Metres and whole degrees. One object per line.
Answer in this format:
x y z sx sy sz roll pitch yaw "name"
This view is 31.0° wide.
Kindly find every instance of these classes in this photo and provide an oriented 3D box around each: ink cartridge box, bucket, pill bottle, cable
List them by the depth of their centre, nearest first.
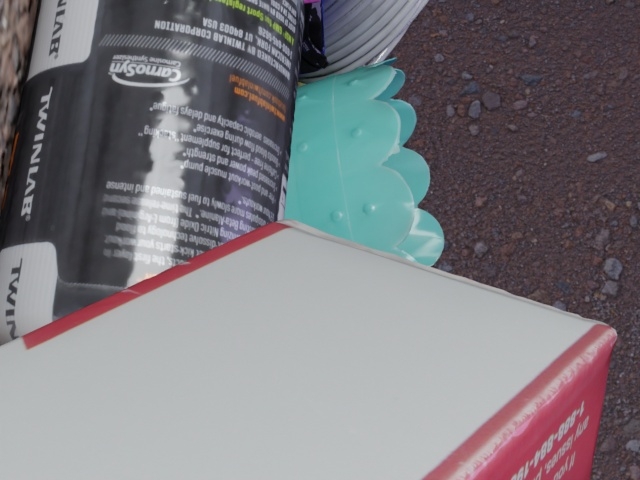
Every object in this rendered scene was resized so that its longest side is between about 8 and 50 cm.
-0.042 0.223 0.411 0.279 0.160 0.384 -28 129 -50 "ink cartridge box"
-0.082 -0.009 0.536 0.130 0.131 0.245 81 15 -73 "pill bottle"
0.000 0.000 0.922 0.281 0.183 0.281 -12 90 -82 "bucket"
0.024 -0.276 1.136 0.257 0.089 0.257 -49 -146 12 "cable"

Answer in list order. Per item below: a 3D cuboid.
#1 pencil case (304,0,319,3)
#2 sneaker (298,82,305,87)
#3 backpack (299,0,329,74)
-0.021 -0.285 0.824 0.104 0.104 0.236 -79 171 -58 "pencil case"
-0.026 -0.131 1.439 0.240 0.091 0.126 89 7 -48 "sneaker"
-0.053 -0.209 0.989 0.101 0.098 0.120 -122 -157 -43 "backpack"
